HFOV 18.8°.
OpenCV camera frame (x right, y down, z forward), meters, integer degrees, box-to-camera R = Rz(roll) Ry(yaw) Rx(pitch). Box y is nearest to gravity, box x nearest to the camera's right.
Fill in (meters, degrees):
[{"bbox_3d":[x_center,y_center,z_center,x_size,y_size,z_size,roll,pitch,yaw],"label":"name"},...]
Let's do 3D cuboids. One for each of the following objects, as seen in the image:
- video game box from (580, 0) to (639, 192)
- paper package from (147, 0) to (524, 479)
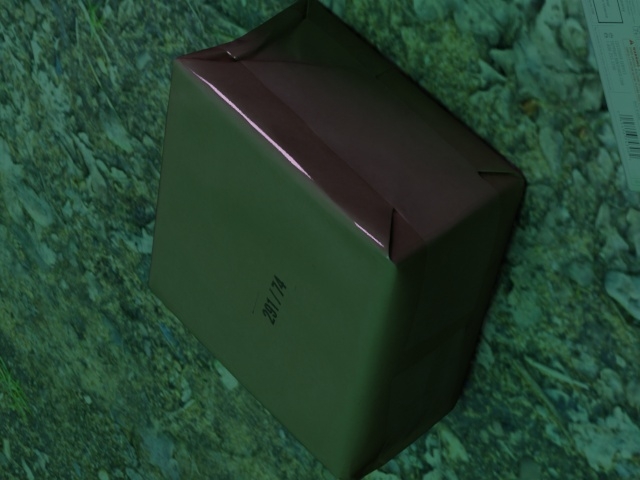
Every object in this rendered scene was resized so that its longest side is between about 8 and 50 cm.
[{"bbox_3d":[0.282,-0.129,1.397,0.187,0.048,0.205,10,124,52],"label":"video game box"},{"bbox_3d":[0.000,0.000,1.769,0.309,0.168,0.325,42,144,25],"label":"paper package"}]
